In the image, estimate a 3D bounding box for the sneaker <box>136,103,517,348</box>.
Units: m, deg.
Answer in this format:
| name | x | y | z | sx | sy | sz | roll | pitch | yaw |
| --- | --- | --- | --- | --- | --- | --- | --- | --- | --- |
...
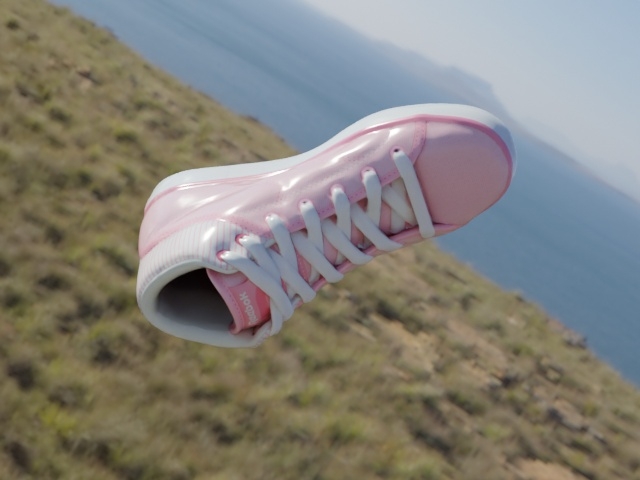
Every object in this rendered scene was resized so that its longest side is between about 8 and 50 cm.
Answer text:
| name | x | y | z | sx | sy | sz | roll | pitch | yaw |
| --- | --- | --- | --- | --- | --- | --- | --- | --- | --- |
| sneaker | 0.000 | 0.000 | 0.393 | 0.070 | 0.134 | 0.051 | -82 | 155 | -53 |
